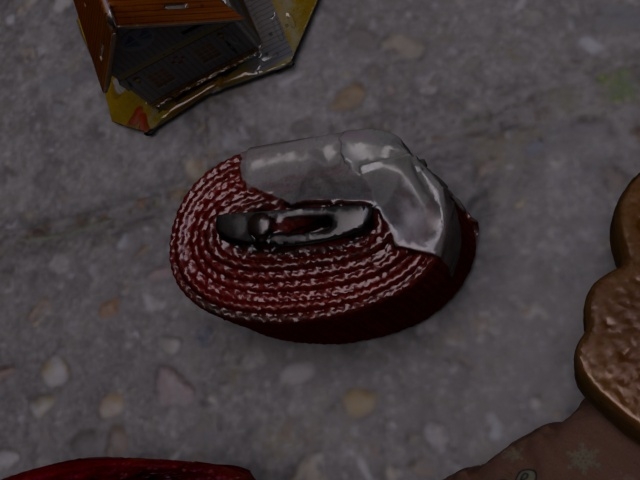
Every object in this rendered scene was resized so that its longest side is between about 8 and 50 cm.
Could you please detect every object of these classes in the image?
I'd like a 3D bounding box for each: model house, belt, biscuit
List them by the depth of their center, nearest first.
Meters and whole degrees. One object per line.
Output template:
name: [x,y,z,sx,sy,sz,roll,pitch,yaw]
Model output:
biscuit: [0.274,0.005,0.642,0.295,0.044,0.186,-40,63,-9]
belt: [0.000,0.000,0.710,0.200,0.124,0.128,-8,75,17]
model house: [-0.129,-0.223,0.807,0.207,0.136,0.219,-25,69,12]

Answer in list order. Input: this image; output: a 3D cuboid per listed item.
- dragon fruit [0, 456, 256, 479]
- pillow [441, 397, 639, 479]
dragon fruit: [-0.162,0.297,0.584,0.371,0.386,0.249,3,113,43]
pillow: [0.146,0.221,0.617,0.236,0.084,0.223,-27,61,6]
